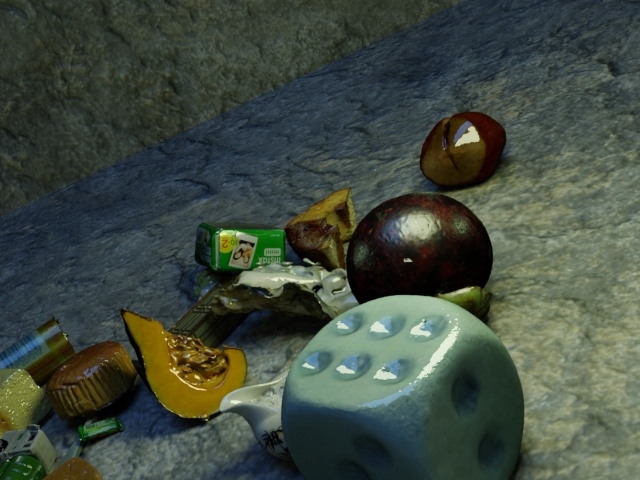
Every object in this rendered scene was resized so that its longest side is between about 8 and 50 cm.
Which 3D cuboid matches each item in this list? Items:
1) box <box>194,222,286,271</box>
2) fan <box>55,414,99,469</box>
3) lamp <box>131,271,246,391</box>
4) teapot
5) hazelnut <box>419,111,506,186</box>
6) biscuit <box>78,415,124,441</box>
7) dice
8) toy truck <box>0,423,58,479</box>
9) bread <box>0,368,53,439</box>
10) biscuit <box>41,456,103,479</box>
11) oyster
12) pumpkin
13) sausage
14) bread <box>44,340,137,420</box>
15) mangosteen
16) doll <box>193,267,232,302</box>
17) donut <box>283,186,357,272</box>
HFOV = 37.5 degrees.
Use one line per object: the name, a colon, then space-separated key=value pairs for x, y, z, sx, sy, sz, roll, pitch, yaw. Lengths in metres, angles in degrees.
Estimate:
box: x=-0.192 y=0.015 z=2.205 sx=0.180 sy=0.103 sz=0.250 roll=0 pitch=5 yaw=-18
fan: x=-0.493 y=0.441 z=1.853 sx=0.057 sy=0.023 sz=0.282 roll=-15 pitch=28 yaw=23
lamp: x=-0.264 y=0.195 z=2.051 sx=0.089 sy=0.090 sz=0.325 roll=-2 pitch=32 yaw=41
teapot: x=-0.006 y=0.268 z=1.611 sx=0.300 sy=0.166 sz=0.208 roll=-31 pitch=12 yaw=8
hazelnut: x=0.336 y=-0.222 z=2.240 sx=0.212 sy=0.181 sz=0.181 roll=-21 pitch=43 yaw=30
biscuit: x=-0.445 y=0.381 z=1.907 sx=0.089 sy=0.016 sz=0.046 roll=-15 pitch=33 yaw=-13
dice: x=0.123 y=0.254 z=1.384 sx=0.268 sy=0.262 sz=0.264 roll=2 pitch=36 yaw=43
toy truck: x=-0.594 y=0.467 z=1.798 sx=0.125 sy=0.101 sz=0.242 roll=-12 pitch=29 yaw=17
bread: x=-0.729 y=0.392 z=2.029 sx=0.178 sy=0.135 sz=0.240 roll=-7 pitch=34 yaw=41
biscuit: x=-0.468 y=0.480 z=1.725 sx=0.142 sy=0.029 sz=0.220 roll=-11 pitch=29 yaw=7
oyster: x=-0.061 y=0.118 z=1.967 sx=0.351 sy=0.114 sz=0.238 roll=-3 pitch=12 yaw=10
pumpkin: x=-0.292 y=0.263 z=1.860 sx=0.111 sy=0.278 sz=0.163 roll=120 pitch=170 yaw=-66
sausage: x=-0.716 y=0.316 z=2.189 sx=0.317 sy=0.125 sz=0.117 roll=-35 pitch=26 yaw=-14
bread: x=-0.492 y=0.292 z=2.014 sx=0.199 sy=0.104 sz=0.199 roll=-25 pitch=14 yaw=7
mangosteen: x=0.189 y=0.050 z=1.753 sx=0.288 sy=0.288 sz=0.288 roll=-20 pitch=25 yaw=10
doll: x=-0.254 y=0.109 z=2.244 sx=0.106 sy=0.062 sz=0.162 roll=-29 pitch=26 yaw=1
donut: x=0.000 y=0.000 z=2.173 sx=0.151 sy=0.112 sz=0.295 roll=-19 pitch=21 yaw=20
